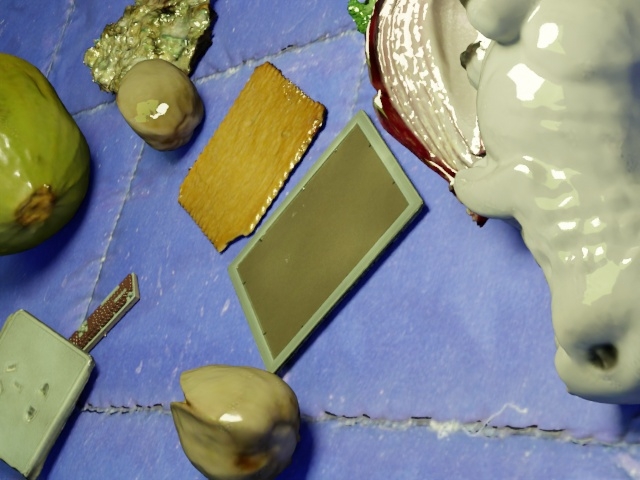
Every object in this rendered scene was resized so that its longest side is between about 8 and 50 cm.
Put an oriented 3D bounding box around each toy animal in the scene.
[{"bbox_3d":[0.243,-0.054,0.987,0.257,0.194,0.357,-23,71,10],"label":"toy animal"}]

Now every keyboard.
[{"bbox_3d":[-0.314,0.115,1.737,0.166,0.017,0.055,-44,39,25],"label":"keyboard"}]

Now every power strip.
[{"bbox_3d":[-0.412,0.224,1.749,0.213,0.064,0.198,25,86,42],"label":"power strip"}]

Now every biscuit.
[{"bbox_3d":[-0.097,-0.111,1.615,0.237,0.013,0.232,-57,35,9],"label":"biscuit"}]

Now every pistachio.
[{"bbox_3d":[-0.233,-0.201,1.763,0.185,0.126,0.108,-108,24,-53],"label":"pistachio"},{"bbox_3d":[-0.098,0.194,1.306,0.206,0.131,0.130,8,65,59],"label":"pistachio"}]

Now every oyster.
[{"bbox_3d":[-0.269,-0.311,1.913,0.259,0.092,0.198,-12,62,45],"label":"oyster"}]

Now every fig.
[{"bbox_3d":[-0.519,-0.119,1.915,0.343,0.343,0.343,-31,45,37],"label":"fig"}]

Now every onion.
[{"bbox_3d":[0.164,-0.146,1.187,0.227,0.120,0.284,-1,79,20],"label":"onion"}]

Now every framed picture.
[{"bbox_3d":[0.000,0.000,1.409,0.274,0.017,0.217,-49,37,19],"label":"framed picture"}]

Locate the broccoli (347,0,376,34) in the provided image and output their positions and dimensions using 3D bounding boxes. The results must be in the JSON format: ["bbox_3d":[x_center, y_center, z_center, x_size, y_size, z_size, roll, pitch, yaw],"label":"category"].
[{"bbox_3d":[0.116,-0.359,1.306,0.265,0.245,0.295,4,99,52],"label":"broccoli"}]
